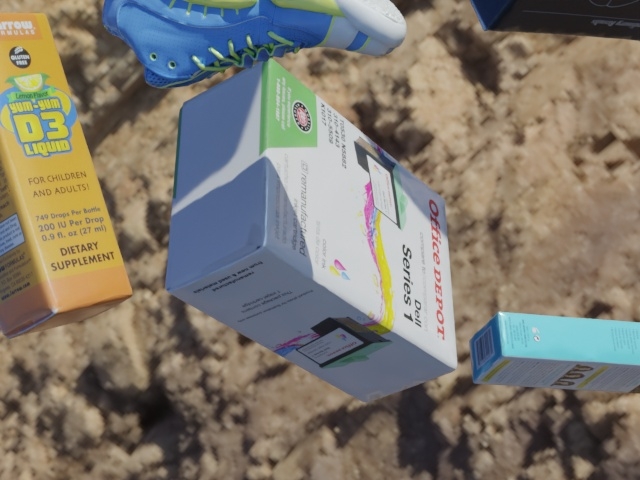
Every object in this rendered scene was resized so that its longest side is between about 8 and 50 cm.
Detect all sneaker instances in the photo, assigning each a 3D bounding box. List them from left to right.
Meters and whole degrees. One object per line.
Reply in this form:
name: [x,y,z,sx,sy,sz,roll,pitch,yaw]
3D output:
sneaker: [-0.058,-0.157,0.886,0.091,0.240,0.126,-26,-41,-65]

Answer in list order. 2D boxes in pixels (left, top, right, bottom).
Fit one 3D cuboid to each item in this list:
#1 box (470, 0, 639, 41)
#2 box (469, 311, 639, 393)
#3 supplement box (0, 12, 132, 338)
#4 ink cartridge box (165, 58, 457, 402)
box: [0.364,-0.439,1.391,0.395,0.293,0.212,-54,48,46]
box: [0.317,0.141,1.493,0.100,0.244,0.060,122,150,-60]
supplement box: [-0.222,-0.051,0.902,0.078,0.233,0.080,-13,-10,-46]
ink cartridge box: [0.000,0.000,1.099,0.117,0.278,0.201,-24,50,31]
